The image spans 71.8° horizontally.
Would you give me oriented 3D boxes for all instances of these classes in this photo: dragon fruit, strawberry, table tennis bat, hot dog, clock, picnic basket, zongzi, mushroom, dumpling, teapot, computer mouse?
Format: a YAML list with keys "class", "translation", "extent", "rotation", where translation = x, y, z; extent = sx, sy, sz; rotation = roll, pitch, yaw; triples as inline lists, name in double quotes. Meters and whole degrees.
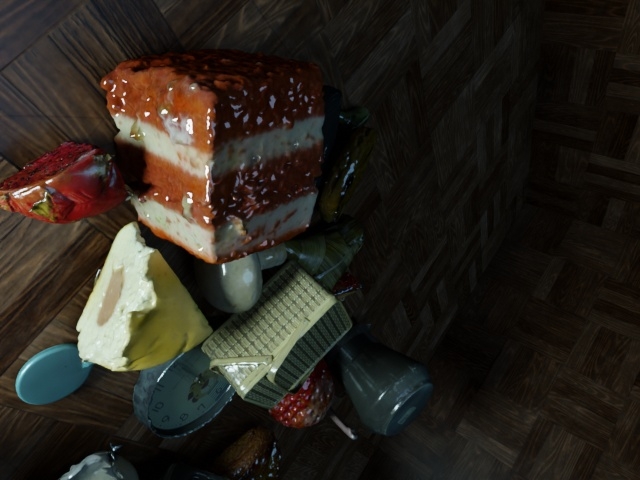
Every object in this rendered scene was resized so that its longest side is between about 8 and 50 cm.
- class: "dragon fruit"
  translation: [-0.384, -0.065, 0.671]
  extent: [0.161, 0.127, 0.120]
  rotation: [-44, 134, -29]
- class: "strawberry"
  translation: [0.046, 0.152, 1.436]
  extent: [0.192, 0.085, 0.140]
  rotation: [-17, 164, -7]
- class: "strawberry"
  translation: [-0.053, 0.495, 1.481]
  extent: [0.265, 0.149, 0.336]
  rotation: [-42, 140, -27]
- class: "table tennis bat"
  translation: [-0.464, 0.237, 0.844]
  extent: [0.201, 0.033, 0.124]
  rotation: [-25, 133, -41]
- class: "hot dog"
  translation: [-0.261, 0.741, 1.336]
  extent: [0.387, 0.174, 0.267]
  rotation: [-29, 125, -41]
- class: "clock"
  translation: [-0.308, 0.343, 1.105]
  extent: [0.312, 0.061, 0.312]
  rotation: [-34, 137, -38]
- class: "picnic basket"
  translation: [-0.090, 0.238, 1.054]
  extent: [0.313, 0.175, 0.228]
  rotation: [-44, 153, -12]
- class: "zongzi"
  translation: [0.084, -0.339, 1.184]
  extent: [0.109, 0.055, 0.119]
  rotation: [-54, 145, -13]
- class: "zongzi"
  translation: [0.000, 0.000, 1.237]
  extent: [0.286, 0.134, 0.288]
  rotation: [-56, 145, -21]
- class: "mushroom"
  translation: [-0.177, 0.062, 0.960]
  extent: [0.209, 0.206, 0.206]
  rotation: [19, 97, -31]
- class: "dumpling"
  translation: [-0.489, 0.541, 0.936]
  extent: [0.205, 0.163, 0.293]
  rotation: [-11, 130, -10]
- class: "teapot"
  translation: [0.175, 0.524, 1.628]
  extent: [0.376, 0.362, 0.305]
  rotation: [-50, 142, -1]
- class: "computer mouse"
  translation: [-0.029, -0.231, 1.047]
  extent: [0.170, 0.100, 0.269]
  rotation: [-58, 163, -50]

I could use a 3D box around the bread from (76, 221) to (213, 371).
- class: "bread"
  translation: [-0.353, 0.123, 0.791]
  extent: [0.211, 0.184, 0.224]
  rotation: [-37, 137, -26]

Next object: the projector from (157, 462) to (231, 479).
- class: "projector"
  translation: [-0.303, 0.831, 1.089]
  extent: [0.405, 0.395, 0.242]
  rotation: [-61, -169, 11]

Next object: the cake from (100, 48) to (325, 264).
- class: "cake"
  translation: [-0.169, -0.148, 0.769]
  extent: [0.270, 0.269, 0.319]
  rotation: [-29, 132, -42]

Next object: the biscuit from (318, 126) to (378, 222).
- class: "biscuit"
  translation: [0.068, -0.177, 1.189]
  extent: [0.296, 0.075, 0.296]
  rotation: [-61, 175, -9]
